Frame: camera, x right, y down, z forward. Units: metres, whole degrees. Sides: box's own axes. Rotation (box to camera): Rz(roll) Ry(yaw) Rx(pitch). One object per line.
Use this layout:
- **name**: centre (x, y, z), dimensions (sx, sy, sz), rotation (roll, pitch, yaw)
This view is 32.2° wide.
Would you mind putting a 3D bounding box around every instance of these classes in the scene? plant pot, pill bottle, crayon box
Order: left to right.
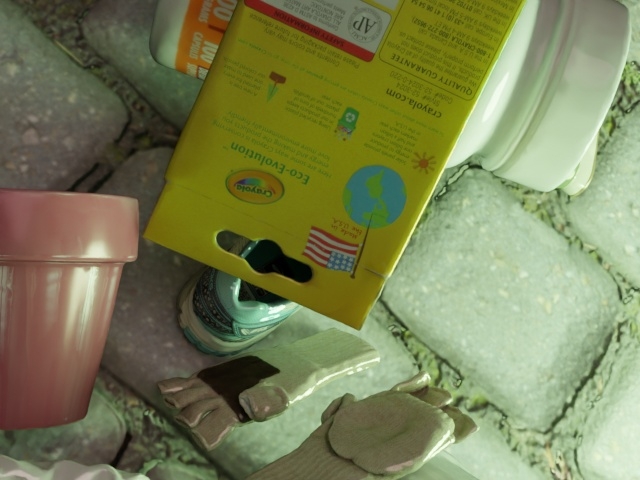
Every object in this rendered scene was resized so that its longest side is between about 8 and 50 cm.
- **plant pot**: centre (-0.246, 0.051, 0.876), dimensions (0.201, 0.201, 0.180), rotation (2, 89, -21)
- **crayon box**: centre (0.009, -0.112, 0.884), dimensions (0.202, 0.081, 0.318), rotation (25, 104, -5)
- **pill bottle**: centre (0.063, -0.198, 1.018), dimensions (0.392, 0.224, 0.224), rotation (20, 67, -5)

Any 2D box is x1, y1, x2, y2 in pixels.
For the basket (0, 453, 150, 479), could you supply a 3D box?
- **basket**: centre (-0.302, 0.308, 0.724), dimensions (0.331, 0.266, 0.328), rotation (11, 70, -18)

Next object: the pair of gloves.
- **pair of gloves**: centre (-0.005, 0.139, 0.921), dimensions (0.204, 0.240, 0.042), rotation (-18, 116, -26)

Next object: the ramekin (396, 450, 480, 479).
- **ramekin**: centre (0.068, 0.307, 0.891), dimensions (0.277, 0.135, 0.277), rotation (-5, 99, -28)

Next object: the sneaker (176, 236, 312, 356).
- **sneaker**: centre (0.000, 0.000, 1.017), dimensions (0.110, 0.122, 0.283), rotation (48, 63, -2)

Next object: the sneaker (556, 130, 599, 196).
- **sneaker**: centre (0.253, -0.149, 1.195), dimensions (0.086, 0.064, 0.192), rotation (16, 72, -22)
